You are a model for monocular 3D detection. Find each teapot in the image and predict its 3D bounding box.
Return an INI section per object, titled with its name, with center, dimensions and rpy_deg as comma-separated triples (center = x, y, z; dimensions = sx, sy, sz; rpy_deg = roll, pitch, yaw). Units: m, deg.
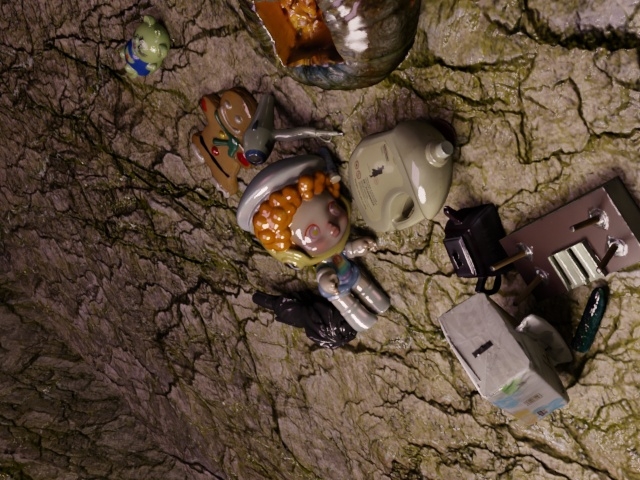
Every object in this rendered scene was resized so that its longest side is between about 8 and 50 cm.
[teapot]
center = 0.255, 0.015, 1.475
dimensions = 0.087, 0.096, 0.177
rpy_deg = -9, 108, 55

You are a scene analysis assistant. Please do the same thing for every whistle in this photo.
[whistle]
center = -0.408, -0.434, 2.015
dimensions = 0.227, 0.085, 0.105
rpy_deg = -26, 84, 57

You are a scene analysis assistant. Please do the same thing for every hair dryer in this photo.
[hair dryer]
center = -0.061, -0.238, 1.728
dimensions = 0.067, 0.199, 0.167
rpy_deg = 62, -165, -52

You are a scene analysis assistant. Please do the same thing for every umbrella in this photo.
[umbrella]
center = -0.048, 0.164, 1.980
dimensions = 0.340, 0.118, 0.118
rpy_deg = 14, 125, 48

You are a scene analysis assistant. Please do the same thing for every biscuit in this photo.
[biscuit]
center = -0.213, -0.231, 1.950
dimensions = 0.197, 0.049, 0.301
rpy_deg = 52, 145, 7

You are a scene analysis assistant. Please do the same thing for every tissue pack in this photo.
[tissue pack]
center = 0.318, 0.181, 1.412
dimensions = 0.229, 0.145, 0.159
rpy_deg = 38, -161, -52

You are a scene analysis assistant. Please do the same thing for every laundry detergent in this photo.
[laundry detergent]
center = 0.146, -0.115, 1.494
dimensions = 0.253, 0.091, 0.181
rpy_deg = -25, 76, 61

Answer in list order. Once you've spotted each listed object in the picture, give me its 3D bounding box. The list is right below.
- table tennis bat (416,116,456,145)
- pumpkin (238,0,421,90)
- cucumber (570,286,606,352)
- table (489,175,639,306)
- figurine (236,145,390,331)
[table tennis bat]
center = 0.196, -0.187, 1.478
dimensions = 0.083, 0.007, 0.050
rpy_deg = 36, 141, 29
[pumpkin]
center = 0.012, -0.376, 1.360
dimensions = 0.320, 0.192, 0.320
rpy_deg = 24, 148, 16
[cucumber]
center = 0.429, 0.123, 1.387
dimensions = 0.032, 0.032, 0.133
rpy_deg = 36, 139, 32
[table]
center = 0.366, 0.019, 1.319
dimensions = 0.122, 0.111, 0.240
rpy_deg = 57, 147, 2
[figurine]
center = -0.019, 0.021, 1.728
dimensions = 0.205, 0.224, 0.382
rpy_deg = -6, 110, 58
